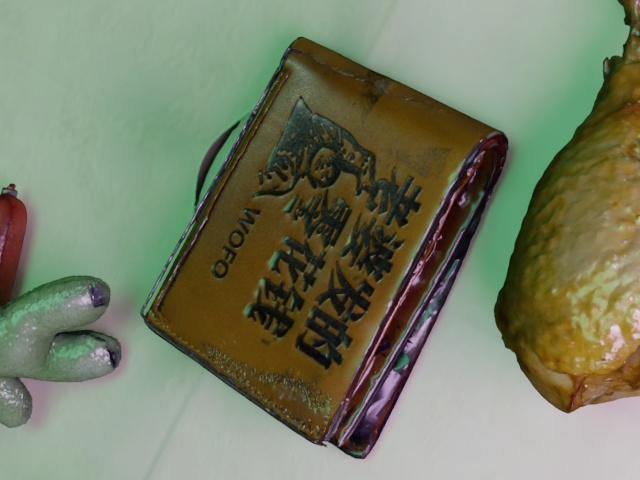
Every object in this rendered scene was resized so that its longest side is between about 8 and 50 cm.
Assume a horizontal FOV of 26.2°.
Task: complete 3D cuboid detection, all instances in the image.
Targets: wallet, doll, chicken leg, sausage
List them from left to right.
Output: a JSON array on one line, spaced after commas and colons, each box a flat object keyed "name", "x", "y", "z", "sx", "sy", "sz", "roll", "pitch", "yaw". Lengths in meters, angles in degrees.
[{"name": "sausage", "x": -0.225, "y": 0.086, "z": 0.876, "sx": 0.034, "sy": 0.034, "sz": 0.253, "roll": 8, "pitch": 82, "yaw": 33}, {"name": "doll", "x": -0.196, "y": 0.058, "z": 0.829, "sx": 0.150, "sy": 0.115, "sz": 0.077, "roll": -5, "pitch": 36, "yaw": 3}, {"name": "wallet", "x": -0.001, "y": 0.000, "z": 0.753, "sx": 0.161, "sy": 0.042, "sz": 0.195, "roll": 30, "pitch": 95, "yaw": 34}, {"name": "chicken leg", "x": 0.148, "y": -0.040, "z": 0.649, "sx": 0.107, "sy": 0.087, "sz": 0.252, "roll": 6, "pitch": 75, "yaw": 21}]
